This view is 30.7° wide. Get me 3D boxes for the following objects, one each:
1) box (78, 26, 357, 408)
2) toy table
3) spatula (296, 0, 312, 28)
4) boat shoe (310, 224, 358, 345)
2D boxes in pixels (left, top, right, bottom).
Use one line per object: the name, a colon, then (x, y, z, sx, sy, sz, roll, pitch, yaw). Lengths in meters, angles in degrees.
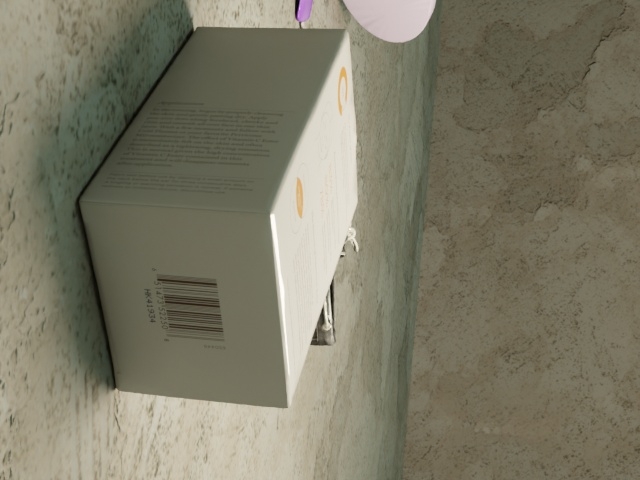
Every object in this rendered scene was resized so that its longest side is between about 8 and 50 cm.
box: (-0.078, -0.038, 1.121, 0.345, 0.168, 0.215, -70, 160, -53)
toy table: (0.129, -0.478, 1.916, 0.274, 0.252, 0.160, 96, 20, -63)
spatula: (-0.007, -0.266, 1.713, 0.084, 0.030, 0.296, -49, 134, -71)
boat shoe: (-0.001, 0.000, 1.686, 0.113, 0.105, 0.306, 47, 48, -75)
